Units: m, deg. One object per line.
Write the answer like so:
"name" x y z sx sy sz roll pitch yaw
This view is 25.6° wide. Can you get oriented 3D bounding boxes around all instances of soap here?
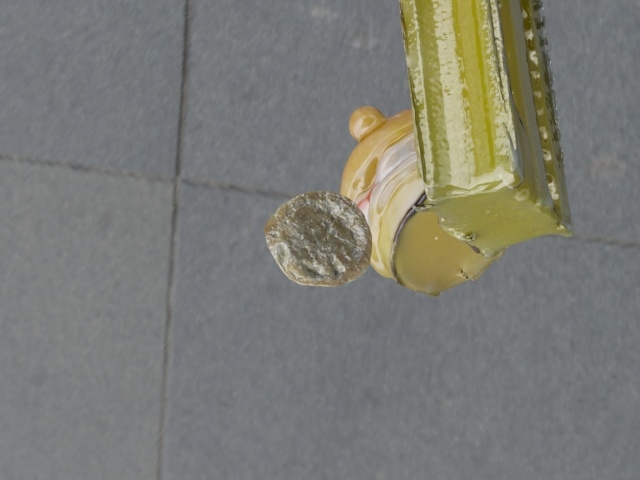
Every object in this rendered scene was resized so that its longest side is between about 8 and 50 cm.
"soap" 0.107 -0.116 0.950 0.076 0.233 0.135 -12 156 22

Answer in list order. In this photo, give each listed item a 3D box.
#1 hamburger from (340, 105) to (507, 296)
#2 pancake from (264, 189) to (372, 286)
"hamburger" 0.151 -0.077 2.097 0.276 0.237 0.276 -24 139 -23
"pancake" 0.000 0.000 1.746 0.139 0.139 0.022 22 151 -5
